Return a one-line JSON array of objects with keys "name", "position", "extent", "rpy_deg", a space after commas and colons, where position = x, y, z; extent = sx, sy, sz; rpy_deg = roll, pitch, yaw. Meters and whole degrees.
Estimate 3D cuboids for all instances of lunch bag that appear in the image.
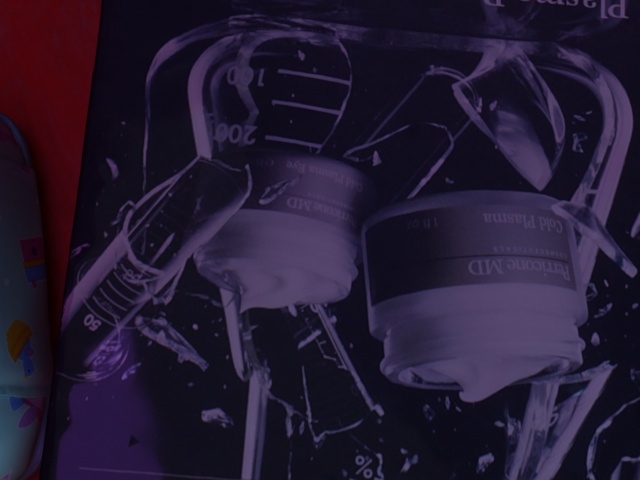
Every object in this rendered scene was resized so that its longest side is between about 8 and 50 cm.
[{"name": "lunch bag", "position": [-0.296, 0.038, 0.901], "extent": [0.224, 0.108, 0.279], "rpy_deg": [-13, 77, 20]}]

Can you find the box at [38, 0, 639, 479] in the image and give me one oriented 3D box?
[{"name": "box", "position": [0.055, 0.016, 0.688], "extent": [0.343, 0.179, 0.312], "rpy_deg": [4, 74, -2]}]
